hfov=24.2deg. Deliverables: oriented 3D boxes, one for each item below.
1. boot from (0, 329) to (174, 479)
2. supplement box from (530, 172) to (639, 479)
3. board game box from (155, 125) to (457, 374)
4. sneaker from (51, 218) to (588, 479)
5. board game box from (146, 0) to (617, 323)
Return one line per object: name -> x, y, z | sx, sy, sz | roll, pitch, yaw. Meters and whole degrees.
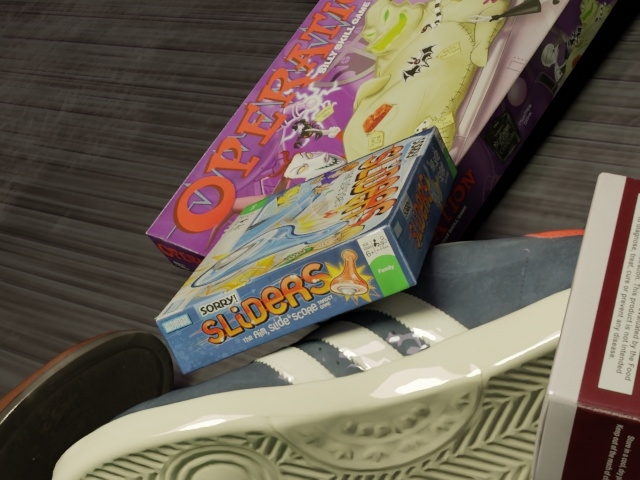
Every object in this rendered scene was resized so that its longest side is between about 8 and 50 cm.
boot -> -0.248, 0.133, 1.028 | 0.264, 0.096, 0.280 | -51, 31, -9
supplement box -> 0.221, 0.061, 0.628 | 0.239, 0.073, 0.130 | 12, 52, 12
board game box -> 0.000, 0.000, 0.836 | 0.136, 0.035, 0.201 | -22, 13, 17
sneaker -> 0.026, 0.081, 0.805 | 0.350, 0.131, 0.148 | -16, 31, 7
board game box -> 0.054, -0.103, 1.018 | 0.208, 0.056, 0.347 | 16, 65, 46
